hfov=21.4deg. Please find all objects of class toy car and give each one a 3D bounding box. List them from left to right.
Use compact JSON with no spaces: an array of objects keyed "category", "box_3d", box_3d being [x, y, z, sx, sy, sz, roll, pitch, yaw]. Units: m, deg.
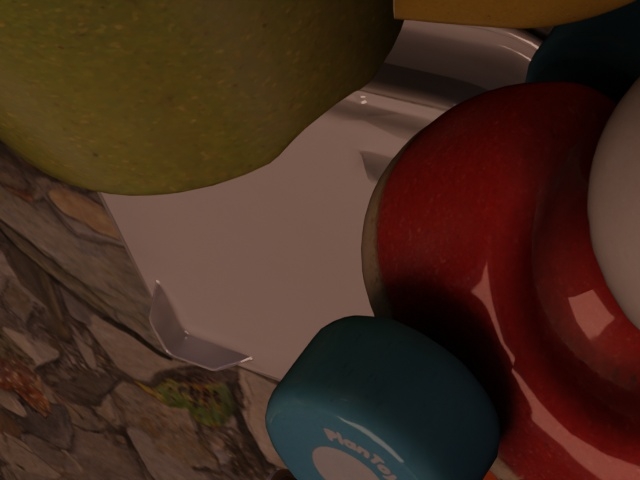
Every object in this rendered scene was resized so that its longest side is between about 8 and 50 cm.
[{"category":"toy car","box_3d":[0.141,0.014,0.534,0.210,0.219,0.238,44,150,-7]}]

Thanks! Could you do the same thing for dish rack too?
[{"category":"dish rack","box_3d":[0.000,0.000,0.836,0.333,0.072,0.285,16,142,35]}]

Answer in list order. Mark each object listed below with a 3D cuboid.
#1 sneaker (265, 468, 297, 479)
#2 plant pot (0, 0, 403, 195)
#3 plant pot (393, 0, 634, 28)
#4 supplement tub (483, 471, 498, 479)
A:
[{"category":"sneaker","box_3d":[-0.015,0.200,1.156,0.067,0.042,0.118,-7,129,49]},{"category":"plant pot","box_3d":[-0.082,-0.153,0.555,0.276,0.276,0.254,23,158,29]},{"category":"plant pot","box_3d":[0.075,-0.120,0.571,0.083,0.081,0.081,15,145,13]},{"category":"supplement tub","box_3d":[0.137,0.225,0.785,0.207,0.207,0.338,16,156,37]}]
